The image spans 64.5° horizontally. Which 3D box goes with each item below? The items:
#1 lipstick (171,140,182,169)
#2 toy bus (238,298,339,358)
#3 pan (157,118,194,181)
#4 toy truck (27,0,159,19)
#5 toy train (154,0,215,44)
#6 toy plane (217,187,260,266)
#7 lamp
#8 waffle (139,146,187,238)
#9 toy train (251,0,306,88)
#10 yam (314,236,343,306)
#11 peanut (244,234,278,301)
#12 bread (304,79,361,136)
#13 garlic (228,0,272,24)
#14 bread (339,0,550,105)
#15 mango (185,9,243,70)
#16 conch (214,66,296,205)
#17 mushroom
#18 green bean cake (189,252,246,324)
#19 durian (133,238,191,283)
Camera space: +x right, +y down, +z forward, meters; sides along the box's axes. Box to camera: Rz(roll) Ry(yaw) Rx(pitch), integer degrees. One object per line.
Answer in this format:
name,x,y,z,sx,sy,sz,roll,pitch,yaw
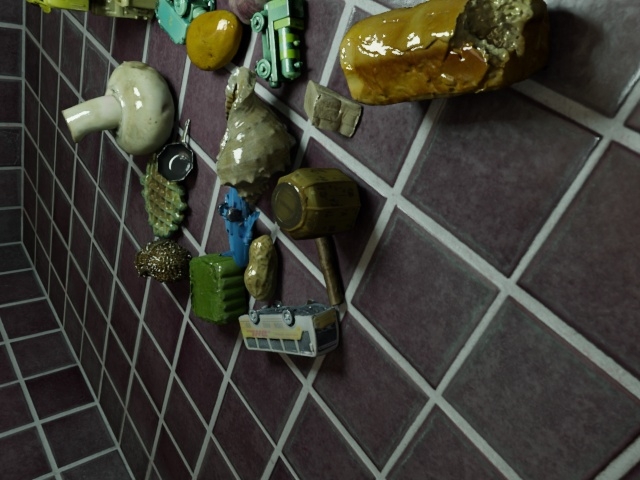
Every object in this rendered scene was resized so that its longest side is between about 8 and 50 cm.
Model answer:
lipstick,-0.494,-0.292,1.742,0.037,0.037,0.116,-36,68,46
toy bus,-0.094,0.234,1.356,0.342,0.097,0.138,-8,94,49
pan,-0.450,-0.284,1.683,0.128,0.048,0.202,41,93,11
toy truck,-0.707,-0.799,1.605,0.253,0.405,0.181,27,118,30
toy train,-0.401,-0.678,1.504,0.203,0.112,0.163,53,138,28
toy plane,-0.236,-0.052,1.457,0.254,0.104,0.272,28,115,57
lamp,-0.007,-0.082,1.129,0.161,0.185,0.162,12,107,43
waffle,-0.570,-0.164,1.835,0.291,0.056,0.310,-40,68,45
toy train,-0.096,-0.475,1.225,0.132,0.083,0.201,3,103,41
yam,0.000,0.000,1.244,0.045,0.045,0.327,157,100,-71
peanut,-0.165,0.078,1.410,0.083,0.093,0.194,-131,41,-67
bread,0.022,-0.308,1.171,0.152,0.105,0.077,-104,28,-56
garlic,-0.176,-0.627,1.265,0.159,0.101,0.147,-49,61,41
bread,0.195,-0.326,0.851,0.343,0.195,0.149,9,124,47
mango,-0.294,-0.559,1.401,0.227,0.109,0.147,-17,97,48
conch,-0.177,-0.256,1.289,0.263,0.186,0.325,14,94,52
mushroom,-0.645,-0.421,1.730,0.356,0.315,0.315,-49,56,2
green bean cake,-0.320,0.150,1.578,0.200,0.113,0.215,4,100,48
durian,-0.554,0.082,1.770,0.196,0.196,0.167,4,112,48
